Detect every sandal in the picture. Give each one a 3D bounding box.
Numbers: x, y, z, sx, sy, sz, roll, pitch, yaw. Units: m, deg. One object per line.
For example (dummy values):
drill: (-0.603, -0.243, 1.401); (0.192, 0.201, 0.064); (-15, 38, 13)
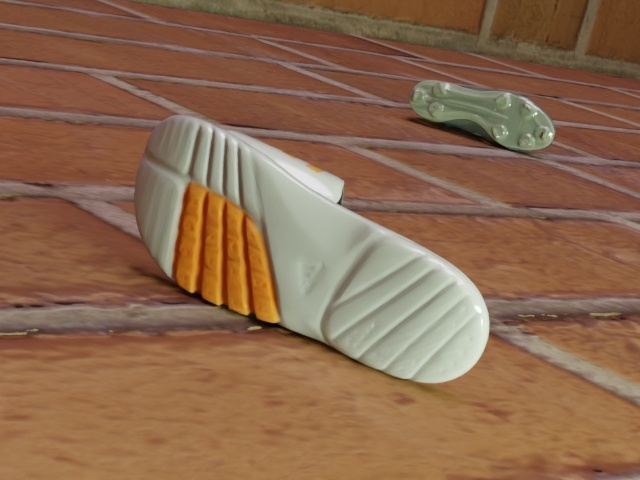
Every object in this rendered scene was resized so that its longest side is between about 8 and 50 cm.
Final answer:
sandal: (-0.003, 0.010, 0.929); (0.265, 0.102, 0.076); (29, 17, 26)

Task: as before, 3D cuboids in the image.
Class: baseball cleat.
baseball cleat: (0.221, -0.167, 1.973); (0.206, 0.072, 0.109); (23, 9, 22)
